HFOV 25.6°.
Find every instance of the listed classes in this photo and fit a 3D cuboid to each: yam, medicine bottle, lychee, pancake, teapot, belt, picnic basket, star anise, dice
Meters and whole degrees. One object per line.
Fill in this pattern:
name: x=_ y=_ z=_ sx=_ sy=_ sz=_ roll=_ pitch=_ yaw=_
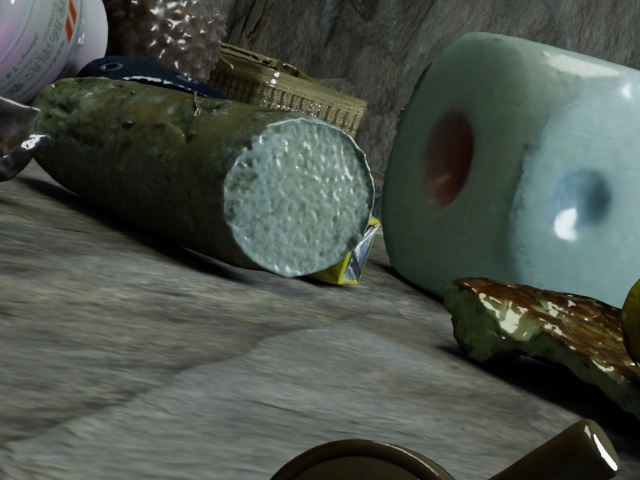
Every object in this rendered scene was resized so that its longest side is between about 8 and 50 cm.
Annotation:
yam: x=-0.120 y=-0.067 z=1.145 sx=0.330 sy=0.133 sz=0.133 roll=19 pitch=5 yaw=38
medicine bottle: x=-0.367 y=-0.246 z=1.477 sx=0.241 sy=0.241 sz=0.302 roll=20 pitch=0 yaw=12
lychee: x=-0.265 y=-0.288 z=1.876 sx=0.300 sy=0.300 sz=0.300 roll=19 pitch=6 yaw=-2
pancake: x=0.305 y=0.130 z=1.100 sx=0.427 sy=0.067 sz=0.305 roll=16 pitch=14 yaw=-32
teapot: x=0.037 y=0.091 z=0.402 sx=0.085 sy=0.110 sz=0.080 roll=66 pitch=6 yaw=16
belt: x=-0.173 y=-0.128 z=1.534 sx=0.218 sy=0.122 sz=0.128 roll=19 pitch=15 yaw=-28
picnic basket: x=-0.111 y=-0.206 z=2.204 sx=0.228 sy=0.175 sz=0.313 roll=13 pitch=8 yaw=-40
star anise: x=-0.295 y=-0.084 z=1.000 sx=0.230 sy=0.081 sz=0.262 roll=15 pitch=-4 yaw=-33
dice: x=0.237 y=-0.053 z=1.425 sx=0.262 sy=0.264 sz=0.268 roll=13 pitch=7 yaw=-24

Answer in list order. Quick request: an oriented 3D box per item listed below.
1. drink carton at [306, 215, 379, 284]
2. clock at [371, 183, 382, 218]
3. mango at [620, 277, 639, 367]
drink carton: x=-0.054 y=-0.023 z=1.230 sx=0.200 sy=0.074 sz=0.084 roll=22 pitch=6 yaw=16
clock: x=-0.067 y=-0.087 z=1.820 sx=0.312 sy=0.061 sz=0.312 roll=19 pitch=5 yaw=-2
mango: x=0.300 y=0.073 z=0.944 sx=0.233 sy=0.111 sz=0.125 roll=14 pitch=23 yaw=-26
